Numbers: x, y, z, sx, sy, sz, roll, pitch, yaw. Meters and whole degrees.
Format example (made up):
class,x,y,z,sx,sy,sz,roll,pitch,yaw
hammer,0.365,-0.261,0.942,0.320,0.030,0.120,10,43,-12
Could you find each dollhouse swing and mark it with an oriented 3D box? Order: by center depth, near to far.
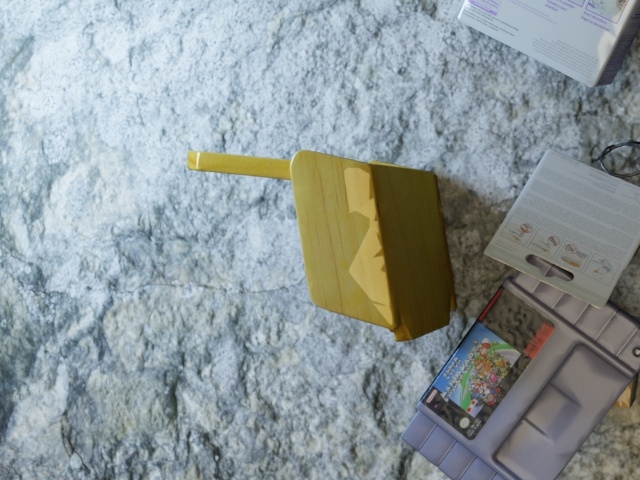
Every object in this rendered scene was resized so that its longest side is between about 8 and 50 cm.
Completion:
class,x,y,z,sx,sy,sz,roll,pitch,yaw
dollhouse swing,0.000,0.000,1.686,0.304,0.347,0.315,-9,89,20

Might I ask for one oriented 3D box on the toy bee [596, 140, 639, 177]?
class,x,y,z,sx,sy,sz,roll,pitch,yaw
toy bee,0.522,-0.171,1.611,0.298,0.162,0.195,-26,54,5

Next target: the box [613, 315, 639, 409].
class,x,y,z,sx,sy,sz,roll,pitch,yaw
box,0.390,0.169,1.683,0.170,0.091,0.130,8,95,20

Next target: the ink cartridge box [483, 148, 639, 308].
class,x,y,z,sx,sy,sz,roll,pitch,yaw
ink cartridge box,0.365,-0.011,1.635,0.189,0.066,0.232,26,62,17

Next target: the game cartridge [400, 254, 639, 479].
class,x,y,z,sx,sy,sz,roll,pitch,yaw
game cartridge,0.297,0.216,1.641,0.230,0.068,0.355,36,104,12

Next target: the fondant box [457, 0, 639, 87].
class,x,y,z,sx,sy,sz,roll,pitch,yaw
fondant box,0.372,-0.417,1.600,0.238,0.096,0.330,33,116,23
